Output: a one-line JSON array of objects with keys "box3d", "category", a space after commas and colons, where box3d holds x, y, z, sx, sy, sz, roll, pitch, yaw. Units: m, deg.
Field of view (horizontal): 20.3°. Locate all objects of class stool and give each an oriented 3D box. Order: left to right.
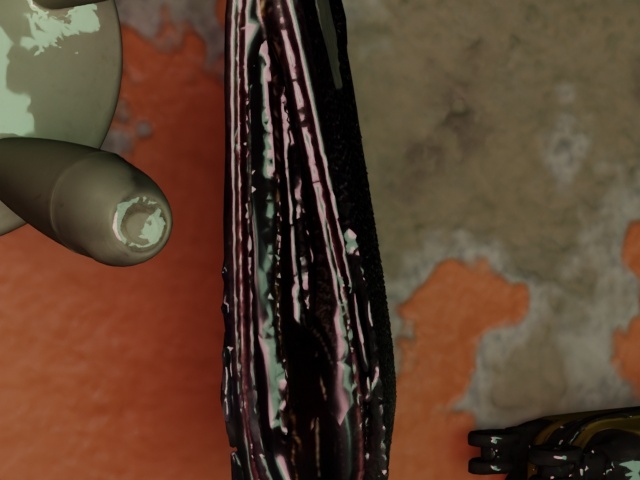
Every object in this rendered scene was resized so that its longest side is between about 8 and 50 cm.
[{"box3d": [-0.155, -0.093, 0.797, 0.195, 0.198, 0.195, 15, 83, -25], "category": "stool"}]

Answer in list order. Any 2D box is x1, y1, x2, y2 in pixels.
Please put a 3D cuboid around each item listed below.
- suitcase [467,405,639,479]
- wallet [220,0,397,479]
[{"box3d": [0.209, 0.186, 0.988, 0.234, 0.143, 0.194, -3, 92, -24], "category": "suitcase"}, {"box3d": [0.000, 0.000, 0.849, 0.071, 0.221, 0.262, -5, 97, 8], "category": "wallet"}]
